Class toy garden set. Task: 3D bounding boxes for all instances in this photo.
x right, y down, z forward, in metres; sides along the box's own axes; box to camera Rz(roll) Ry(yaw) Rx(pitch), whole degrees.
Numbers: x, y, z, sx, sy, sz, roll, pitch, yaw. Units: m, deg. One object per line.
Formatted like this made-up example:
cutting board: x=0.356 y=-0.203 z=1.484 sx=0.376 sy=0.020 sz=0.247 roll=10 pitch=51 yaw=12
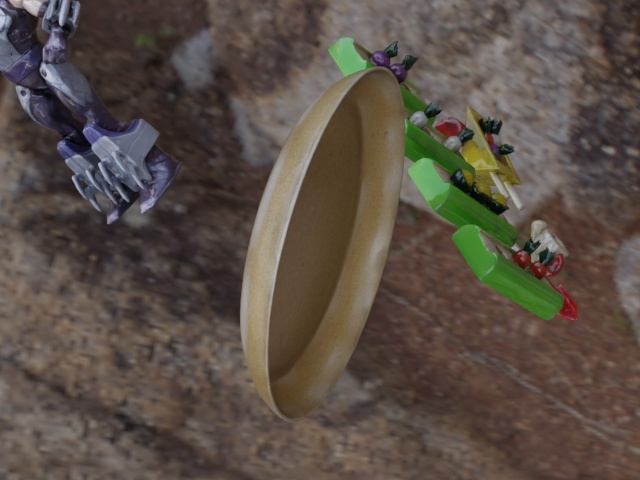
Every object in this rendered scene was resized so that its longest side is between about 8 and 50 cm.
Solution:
toy garden set: x=0.128 y=-0.044 z=1.379 sx=0.049 sy=0.204 sz=0.244 roll=-41 pitch=55 yaw=14

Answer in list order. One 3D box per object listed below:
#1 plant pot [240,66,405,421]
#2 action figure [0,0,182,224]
plant pot: x=0.000 y=0.000 z=1.173 sx=0.032 sy=0.236 sz=0.236 roll=14 pitch=88 yaw=17
action figure: x=-0.250 y=-0.143 z=1.634 sx=0.185 sy=0.285 sz=0.099 roll=-26 pitch=23 yaw=46
